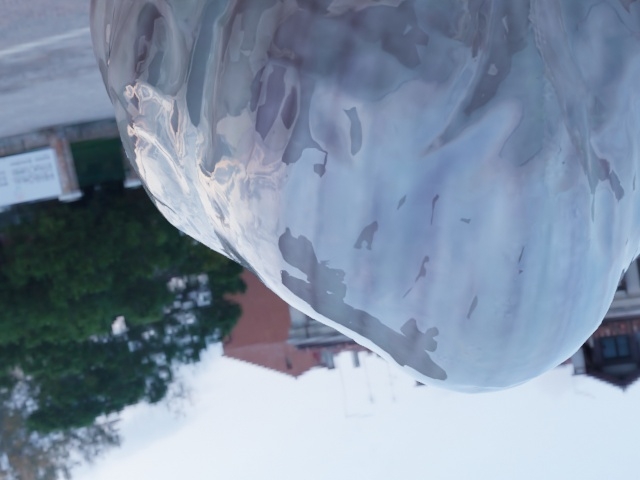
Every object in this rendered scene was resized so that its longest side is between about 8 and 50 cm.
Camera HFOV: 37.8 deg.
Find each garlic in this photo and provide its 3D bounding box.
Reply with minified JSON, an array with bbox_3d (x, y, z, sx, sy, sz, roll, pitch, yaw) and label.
[{"bbox_3d":[0.047,-0.097,0.433,0.317,0.259,0.317,-3,-145,2],"label":"garlic"}]
